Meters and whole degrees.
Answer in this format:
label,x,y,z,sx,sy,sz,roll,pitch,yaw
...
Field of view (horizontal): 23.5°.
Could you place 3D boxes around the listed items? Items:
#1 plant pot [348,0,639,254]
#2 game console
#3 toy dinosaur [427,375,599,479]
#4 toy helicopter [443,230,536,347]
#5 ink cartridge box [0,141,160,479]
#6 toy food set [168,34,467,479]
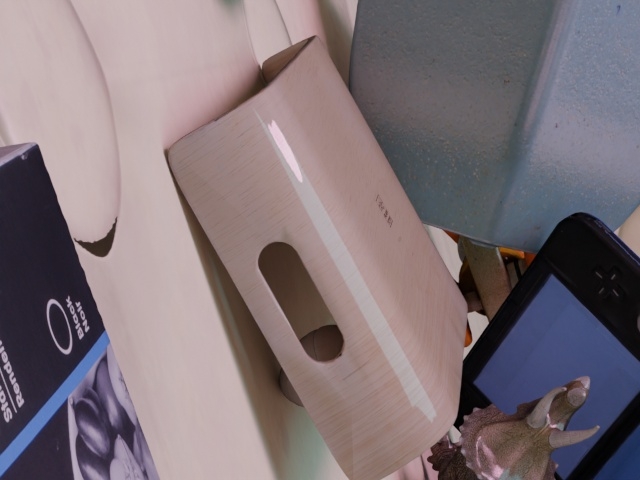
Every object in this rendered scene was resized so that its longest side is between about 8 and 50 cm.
label,x,y,z,sx,sy,sz,roll,pitch,yaw
plant pot,0.171,-0.120,1.386,0.248,0.247,0.252,12,96,-46
game console,0.197,0.170,1.303,0.173,0.293,0.250,-26,65,-42
toy dinosaur,0.134,0.241,1.225,0.160,0.121,0.313,-53,152,-78
toy helicopter,0.160,-0.045,1.632,0.235,0.140,0.355,34,39,-74
ink cartridge box,-0.098,0.088,0.453,0.208,0.045,0.206,-59,133,-72
toy food set,0.000,0.000,0.971,0.219,0.092,0.306,61,13,-10
